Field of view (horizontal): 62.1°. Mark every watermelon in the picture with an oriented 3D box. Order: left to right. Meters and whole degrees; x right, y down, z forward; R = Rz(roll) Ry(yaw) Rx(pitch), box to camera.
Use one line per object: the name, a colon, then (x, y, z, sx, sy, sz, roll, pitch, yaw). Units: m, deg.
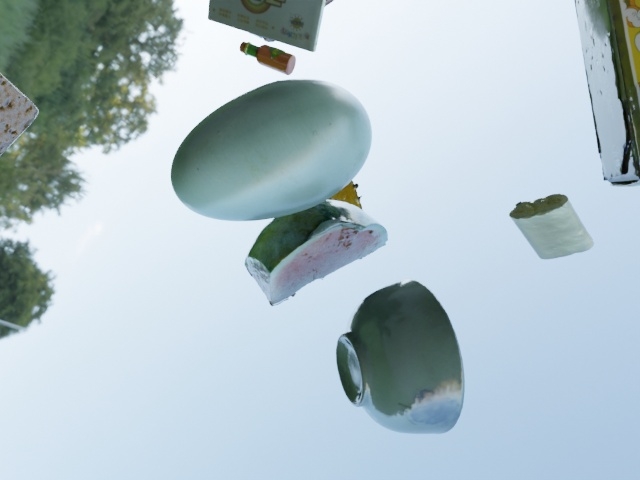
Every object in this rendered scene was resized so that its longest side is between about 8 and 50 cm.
watermelon: (0.000, 0.000, 1.101, 0.305, 0.180, 0.224, -24, -160, -21)

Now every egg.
egg: (-0.083, -0.156, 0.940, 0.370, 0.230, 0.230, -22, -135, -14)

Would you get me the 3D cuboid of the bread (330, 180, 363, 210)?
bread: (-0.014, -0.108, 1.424, 0.194, 0.178, 0.340, -44, -120, 59)

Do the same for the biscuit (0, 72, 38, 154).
biscuit: (-0.570, -0.183, 0.760, 0.043, 0.301, 0.278, 19, -72, 47)

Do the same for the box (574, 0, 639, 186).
box: (0.649, -0.329, 0.875, 0.372, 0.138, 0.421, -11, -87, 6)

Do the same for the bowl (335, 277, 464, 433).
bowl: (0.116, 0.219, 0.960, 0.289, 0.146, 0.289, 172, -90, -70)

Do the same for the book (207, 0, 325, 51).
book: (-0.074, -0.477, 0.845, 0.207, 0.296, 0.020, 20, -147, 11)

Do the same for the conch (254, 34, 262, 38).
conch: (-0.196, -0.630, 1.399, 0.202, 0.196, 0.134, 32, -125, 17)

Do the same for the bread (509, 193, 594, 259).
bread: (0.554, -0.031, 1.272, 0.139, 0.178, 0.060, -16, -138, 38)

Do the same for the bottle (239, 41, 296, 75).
bottle: (-0.172, -0.588, 1.695, 0.187, 0.069, 0.069, 23, -101, 12)

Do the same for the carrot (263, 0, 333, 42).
carrot: (-0.042, -0.516, 1.210, 0.216, 0.048, 0.048, -24, -128, 18)
